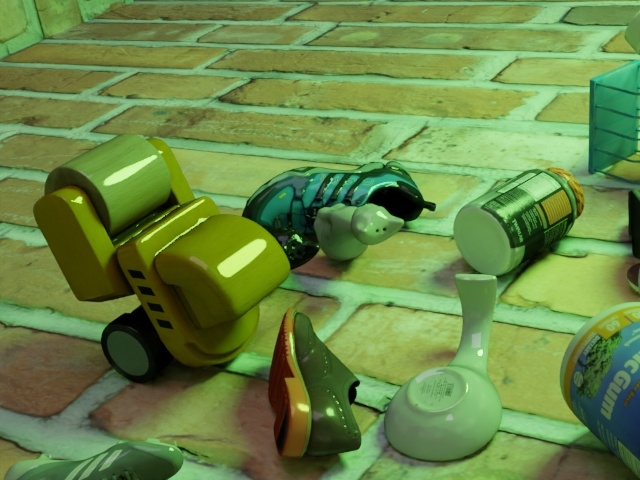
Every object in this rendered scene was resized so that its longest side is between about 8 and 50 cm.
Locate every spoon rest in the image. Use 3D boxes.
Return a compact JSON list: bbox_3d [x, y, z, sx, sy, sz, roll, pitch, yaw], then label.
[{"bbox_3d":[0.165,0.160,1.265,0.137,0.084,0.276,2,41,24],"label":"spoon rest"}]

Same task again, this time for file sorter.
[{"bbox_3d":[0.527,-0.195,1.753,0.118,0.170,0.104,-24,33,-28],"label":"file sorter"}]

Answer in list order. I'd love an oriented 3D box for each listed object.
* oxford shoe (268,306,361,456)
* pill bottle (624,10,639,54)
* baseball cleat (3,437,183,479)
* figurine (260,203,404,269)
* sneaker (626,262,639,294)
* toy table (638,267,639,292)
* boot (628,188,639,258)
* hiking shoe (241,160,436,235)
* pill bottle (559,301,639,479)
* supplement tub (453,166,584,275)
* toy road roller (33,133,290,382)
[{"bbox_3d":[-0.008,0.174,1.280,0.098,0.097,0.271,8,28,-10],"label":"oxford shoe"},{"bbox_3d":[0.607,-0.245,1.590,0.169,0.169,0.301,-25,68,-30],"label":"pill bottle"},{"bbox_3d":[-0.253,0.281,1.159,0.205,0.072,0.109,-11,39,6],"label":"baseball cleat"},{"bbox_3d":[0.000,0.000,1.528,0.215,0.092,0.209,-16,2,-16],"label":"figurine"},{"bbox_3d":[0.492,0.040,1.374,0.185,0.084,0.069,13,33,37],"label":"sneaker"},{"bbox_3d":[0.512,0.067,1.155,0.274,0.252,0.161,-3,15,-9],"label":"toy table"},{"bbox_3d":[0.553,-0.035,1.471,0.229,0.091,0.263,-1,12,14],"label":"boot"},{"bbox_3d":[0.023,-0.060,1.698,0.304,0.113,0.132,-15,26,-13],"label":"hiking shoe"},{"bbox_3d":[0.369,0.182,1.042,0.152,0.152,0.272,-16,26,-13],"label":"pill bottle"},{"bbox_3d":[0.298,-0.034,1.553,0.190,0.117,0.117,-27,31,-34],"label":"supplement tub"},{"bbox_3d":[-0.191,0.010,1.387,0.240,0.330,0.202,-17,15,40],"label":"toy road roller"}]
